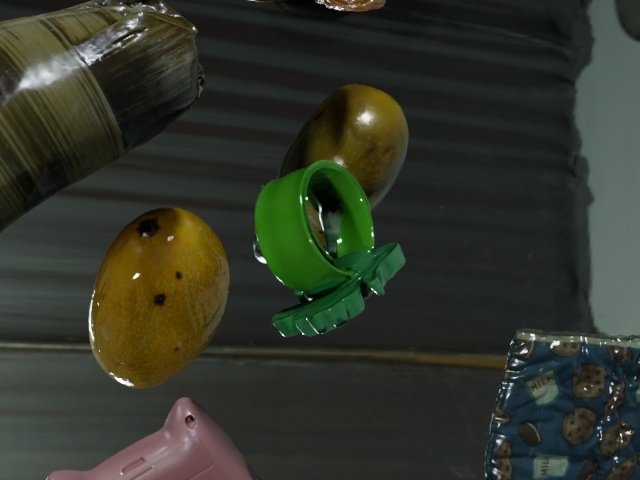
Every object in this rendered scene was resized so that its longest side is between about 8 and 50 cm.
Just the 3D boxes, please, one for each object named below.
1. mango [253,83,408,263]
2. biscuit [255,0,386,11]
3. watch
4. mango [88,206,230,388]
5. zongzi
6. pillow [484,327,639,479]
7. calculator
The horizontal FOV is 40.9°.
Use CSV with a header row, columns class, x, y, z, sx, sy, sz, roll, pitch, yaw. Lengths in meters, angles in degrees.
class,x,y,z,sx,sy,sz,roll,pitch,yaw
mango,0.015,-0.083,1.281,0.330,0.176,0.176,-64,37,41
biscuit,-0.016,-0.319,1.055,0.186,0.192,0.036,-102,10,-58
watch,0.000,0.000,0.897,0.131,0.165,0.152,-17,106,37
mango,-0.168,0.077,0.915,0.109,0.157,0.262,37,142,28
zongzi,-0.271,-0.140,0.735,0.288,0.286,0.134,40,153,41
pillow,0.289,0.177,0.852,0.034,0.255,0.189,-115,29,-66
calculator,-0.145,0.344,0.940,0.048,0.220,0.330,33,149,61
